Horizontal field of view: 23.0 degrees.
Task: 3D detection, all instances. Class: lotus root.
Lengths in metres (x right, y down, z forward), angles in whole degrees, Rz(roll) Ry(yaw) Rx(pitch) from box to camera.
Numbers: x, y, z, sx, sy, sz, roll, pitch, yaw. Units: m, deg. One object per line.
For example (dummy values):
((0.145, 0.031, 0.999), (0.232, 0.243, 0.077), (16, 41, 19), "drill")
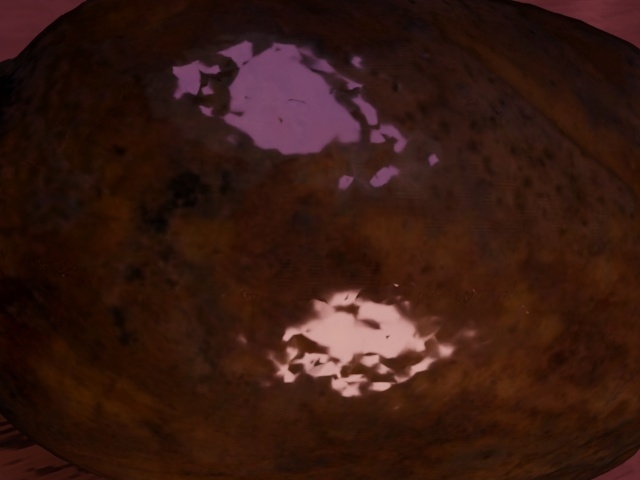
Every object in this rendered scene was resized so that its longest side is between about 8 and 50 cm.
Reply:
((0.000, 0.000, 0.715), (0.346, 0.250, 0.250), (6, 44, -28), "lotus root")
